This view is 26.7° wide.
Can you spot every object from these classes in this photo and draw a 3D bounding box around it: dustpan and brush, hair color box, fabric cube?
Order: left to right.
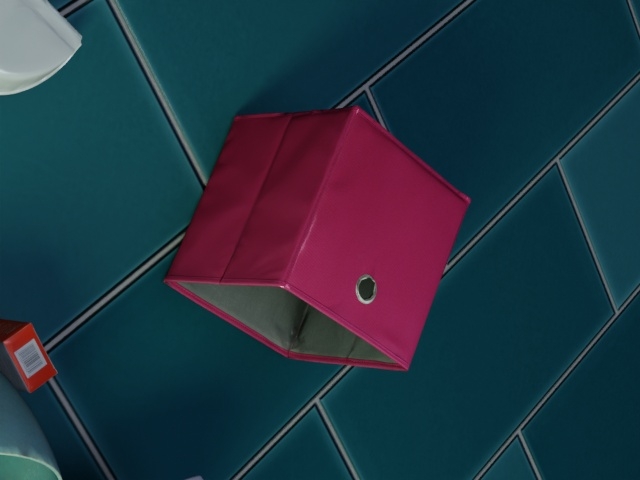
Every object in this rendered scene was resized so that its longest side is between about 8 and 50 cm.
[{"bbox_3d":[-0.394,-0.208,1.566,0.147,0.060,0.211,46,55,-21],"label":"dustpan and brush"},{"bbox_3d":[-0.366,0.128,1.536,0.043,0.141,0.072,-38,116,-35],"label":"hair color box"},{"bbox_3d":[0.000,0.000,1.786,0.254,0.259,0.258,36,67,-36],"label":"fabric cube"}]

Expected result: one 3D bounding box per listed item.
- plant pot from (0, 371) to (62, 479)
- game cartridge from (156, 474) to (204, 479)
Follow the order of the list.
[{"bbox_3d":[-0.436,0.205,1.418,0.290,0.290,0.195,9,50,-42],"label":"plant pot"},{"bbox_3d":[-0.314,0.372,1.544,0.355,0.230,0.068,-12,61,-42],"label":"game cartridge"}]
